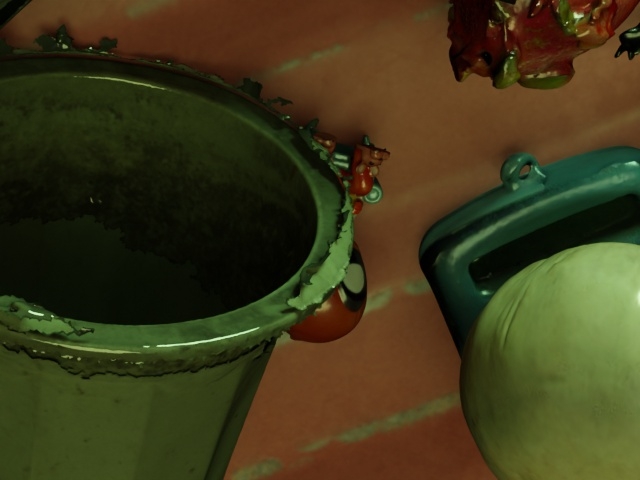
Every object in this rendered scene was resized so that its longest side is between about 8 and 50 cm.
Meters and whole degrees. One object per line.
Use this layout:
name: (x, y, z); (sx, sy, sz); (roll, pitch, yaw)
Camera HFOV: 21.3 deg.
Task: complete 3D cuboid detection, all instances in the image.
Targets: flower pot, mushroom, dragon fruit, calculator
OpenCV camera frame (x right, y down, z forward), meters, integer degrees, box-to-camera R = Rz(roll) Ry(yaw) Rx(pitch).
flower pot: (-0.136, 0.054, 0.995); (0.290, 0.290, 0.259); (6, 127, -8)
mushroom: (0.213, 0.066, 1.006); (0.254, 0.234, 0.260); (8, 157, 21)
dragon fruit: (0.141, -0.177, 0.965); (0.208, 0.133, 0.150); (-45, 116, -5)
calculator: (0.181, 0.066, 1.124); (0.173, 0.051, 0.293); (-23, 114, 6)

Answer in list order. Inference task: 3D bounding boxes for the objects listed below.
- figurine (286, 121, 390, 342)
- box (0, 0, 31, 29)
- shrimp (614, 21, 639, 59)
figurine: (0.000, 0.000, 1.061); (0.068, 0.075, 0.140); (9, 101, -12)
box: (-0.229, -0.198, 0.869); (0.149, 0.226, 0.226); (-39, 112, 13)
shrimp: (0.263, -0.226, 1.005); (0.262, 0.051, 0.198); (-28, 107, 4)
